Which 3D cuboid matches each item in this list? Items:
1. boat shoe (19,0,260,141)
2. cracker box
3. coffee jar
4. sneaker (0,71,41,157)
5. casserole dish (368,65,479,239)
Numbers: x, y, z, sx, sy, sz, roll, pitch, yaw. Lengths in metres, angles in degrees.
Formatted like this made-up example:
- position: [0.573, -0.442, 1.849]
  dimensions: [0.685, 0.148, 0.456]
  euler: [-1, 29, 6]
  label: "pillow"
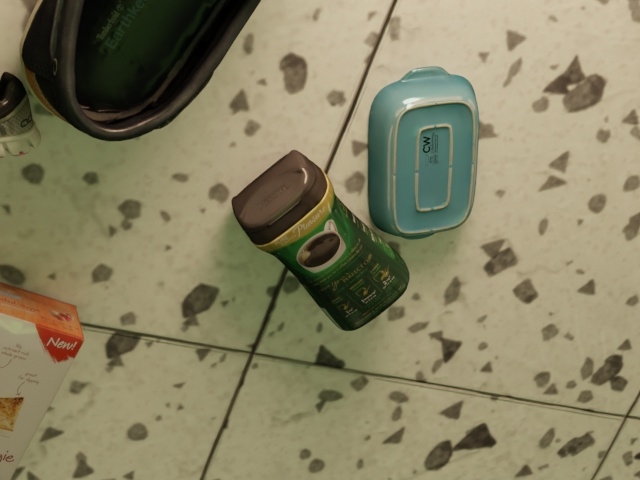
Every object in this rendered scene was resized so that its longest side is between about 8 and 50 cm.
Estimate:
- position: [-0.075, -0.288, 0.929]
  dimensions: [0.187, 0.156, 0.500]
  euler: [26, 105, -27]
  label: "boat shoe"
- position: [-0.345, 0.147, 1.126]
  dimensions: [0.155, 0.067, 0.232]
  euler: [21, 109, -28]
  label: "cracker box"
- position: [0.000, 0.000, 1.156]
  dimensions: [0.096, 0.079, 0.184]
  euler: [-38, 124, 8]
  label: "coffee jar"
- position: [-0.322, -0.108, 0.998]
  dimensions: [0.170, 0.063, 0.075]
  euler: [-7, 120, -21]
  label: "sneaker"
- position: [0.106, -0.078, 1.176]
  dimensions: [0.114, 0.037, 0.188]
  euler: [-9, 119, -15]
  label: "casserole dish"
